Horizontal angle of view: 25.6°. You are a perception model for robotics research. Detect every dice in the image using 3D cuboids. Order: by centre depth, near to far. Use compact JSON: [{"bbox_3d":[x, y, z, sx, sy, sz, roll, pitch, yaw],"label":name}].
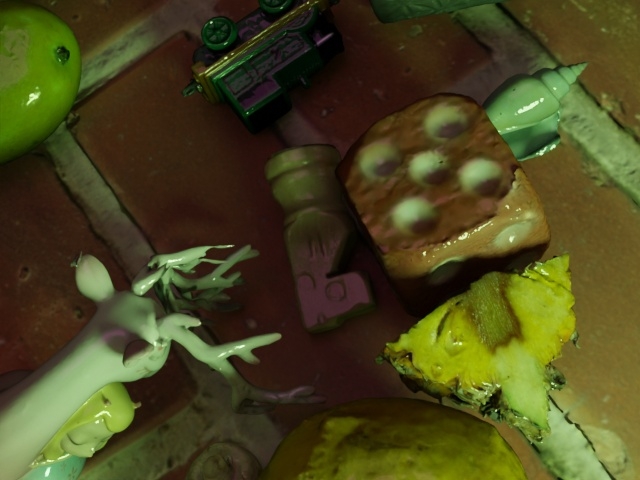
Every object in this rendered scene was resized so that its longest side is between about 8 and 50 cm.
[{"bbox_3d":[0.127,-0.031,1.479,0.179,0.174,0.175,-32,62,0],"label":"dice"}]

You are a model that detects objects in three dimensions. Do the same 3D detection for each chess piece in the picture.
[{"bbox_3d":[0.000,0.000,1.559,0.090,0.090,0.200,-15,72,7],"label":"chess piece"}]

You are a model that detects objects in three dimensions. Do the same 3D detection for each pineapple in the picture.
[{"bbox_3d":[0.170,0.131,1.408,0.250,0.140,0.164,-32,81,-36],"label":"pineapple"}]

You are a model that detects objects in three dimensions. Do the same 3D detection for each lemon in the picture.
[{"bbox_3d":[0.070,0.259,1.316,0.288,0.233,0.233,-3,63,12],"label":"lemon"}]

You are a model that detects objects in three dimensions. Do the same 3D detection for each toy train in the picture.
[{"bbox_3d":[-0.059,-0.219,1.676,0.228,0.091,0.136,-32,70,-4],"label":"toy train"}]

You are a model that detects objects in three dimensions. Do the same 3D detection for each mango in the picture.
[{"bbox_3d":[-0.411,-0.173,1.713,0.273,0.149,0.185,-40,67,0],"label":"mango"}]

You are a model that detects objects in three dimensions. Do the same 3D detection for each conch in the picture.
[{"bbox_3d":[0.230,-0.143,1.578,0.180,0.088,0.065,-35,17,5],"label":"conch"}]

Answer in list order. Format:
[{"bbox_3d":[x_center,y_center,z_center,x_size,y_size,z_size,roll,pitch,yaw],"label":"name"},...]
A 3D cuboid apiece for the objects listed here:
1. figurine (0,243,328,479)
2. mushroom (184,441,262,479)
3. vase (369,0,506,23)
[{"bbox_3d":[-0.190,0.124,1.467,0.316,0.284,0.206,-35,59,28],"label":"figurine"},{"bbox_3d":[-0.101,0.248,1.458,0.084,0.067,0.083,-11,52,14],"label":"mushroom"},{"bbox_3d":[0.200,-0.350,1.647,0.301,0.156,0.251,-15,45,14],"label":"vase"}]
